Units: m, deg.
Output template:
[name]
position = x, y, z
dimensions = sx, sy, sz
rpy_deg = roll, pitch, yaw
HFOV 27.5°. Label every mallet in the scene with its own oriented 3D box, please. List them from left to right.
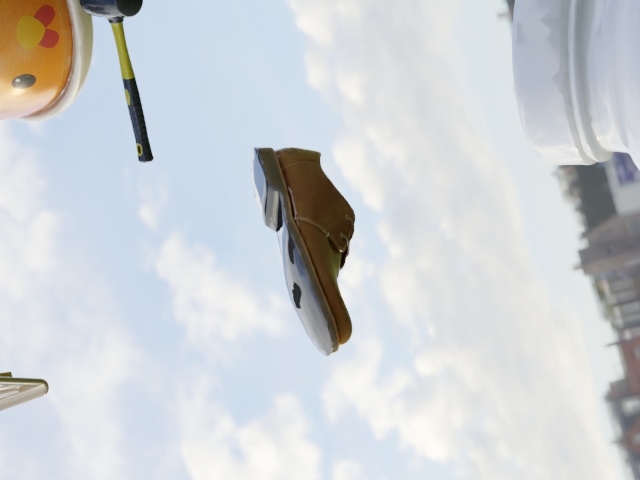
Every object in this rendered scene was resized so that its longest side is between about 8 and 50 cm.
[mallet]
position = -0.186, -0.168, 1.292
dimensions = 0.039, 0.062, 0.189
rpy_deg = -30, -68, -41

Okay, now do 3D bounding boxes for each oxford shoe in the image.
[oxford shoe]
position = 0.000, 0.000, 1.111
dimensions = 0.076, 0.076, 0.212
rpy_deg = 104, 154, -54

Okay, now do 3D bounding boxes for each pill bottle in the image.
[pill bottle]
position = 0.301, -0.123, 0.826
dimensions = 0.188, 0.334, 0.188
rpy_deg = 3, -94, -64

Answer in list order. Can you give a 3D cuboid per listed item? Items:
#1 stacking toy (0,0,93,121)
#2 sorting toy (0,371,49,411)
[stacking toy]
position = -0.531, -0.219, 1.484
dimensions = 0.480, 0.351, 0.350
rpy_deg = -36, -66, -39
[sorting toy]
position = -0.536, 0.228, 1.933
dimensions = 0.208, 0.193, 0.038
rpy_deg = 27, -135, -65
